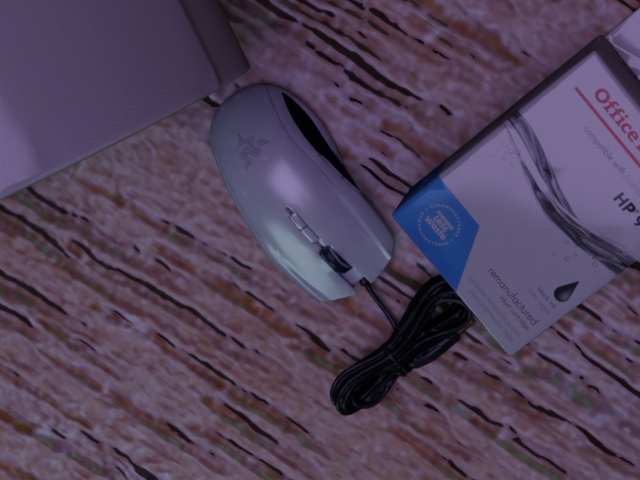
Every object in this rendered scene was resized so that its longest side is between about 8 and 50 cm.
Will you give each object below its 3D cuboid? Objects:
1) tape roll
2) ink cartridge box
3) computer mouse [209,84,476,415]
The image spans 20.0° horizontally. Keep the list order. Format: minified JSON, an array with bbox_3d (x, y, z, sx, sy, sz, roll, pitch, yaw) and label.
[{"bbox_3d":[-0.180,-0.110,0.939,0.246,0.246,0.169,-22,98,19],"label":"tape roll"},{"bbox_3d":[0.141,-0.036,0.975,0.180,0.060,0.104,-40,92,20],"label":"ink cartridge box"},{"bbox_3d":[0.000,0.000,1.030,0.106,0.042,0.193,-36,94,21],"label":"computer mouse"}]
